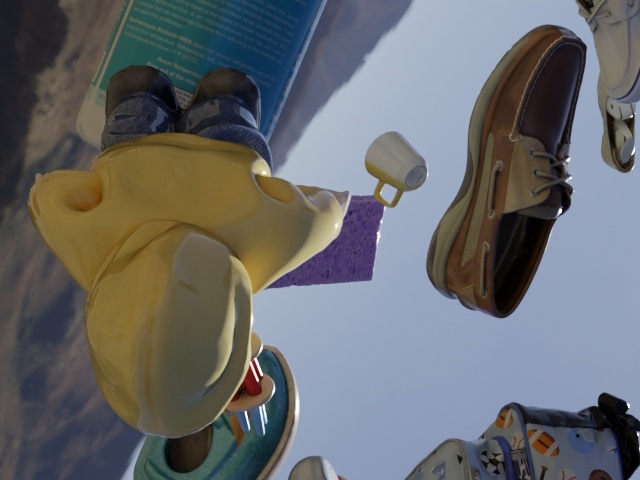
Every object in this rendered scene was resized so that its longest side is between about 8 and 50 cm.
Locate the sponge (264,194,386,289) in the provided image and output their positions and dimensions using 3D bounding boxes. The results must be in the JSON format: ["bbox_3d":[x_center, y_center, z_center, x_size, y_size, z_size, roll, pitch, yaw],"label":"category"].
[{"bbox_3d":[0.000,0.000,1.492,0.031,0.210,0.117,23,-72,42],"label":"sponge"}]

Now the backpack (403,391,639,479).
[{"bbox_3d":[0.188,0.309,1.073,0.276,0.213,0.263,113,-30,-55],"label":"backpack"}]

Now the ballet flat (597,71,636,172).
[{"bbox_3d":[0.411,-0.166,1.552,0.057,0.168,0.052,-18,-143,-5],"label":"ballet flat"}]

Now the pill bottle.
[{"bbox_3d":[-0.078,-0.175,0.891,0.146,0.146,0.264,-124,-123,-82],"label":"pill bottle"}]

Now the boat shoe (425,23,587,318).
[{"bbox_3d":[0.220,-0.064,1.212,0.116,0.123,0.324,41,-56,47],"label":"boat shoe"}]

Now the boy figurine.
[{"bbox_3d":[-0.069,-0.009,0.618,0.285,0.177,0.092,-102,-166,-58],"label":"boy figurine"}]

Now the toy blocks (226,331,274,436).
[{"bbox_3d":[-0.102,0.130,1.019,0.123,0.148,0.054,-28,-147,-24],"label":"toy blocks"}]

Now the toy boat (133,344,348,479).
[{"bbox_3d":[-0.086,0.263,1.429,0.267,0.318,0.148,-59,145,-14],"label":"toy boat"}]

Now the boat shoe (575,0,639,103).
[{"bbox_3d":[0.370,-0.309,1.454,0.096,0.088,0.267,1,-90,62],"label":"boat shoe"}]

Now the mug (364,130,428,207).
[{"bbox_3d":[0.097,-0.084,1.371,0.062,0.064,0.078,-27,133,-22],"label":"mug"}]
